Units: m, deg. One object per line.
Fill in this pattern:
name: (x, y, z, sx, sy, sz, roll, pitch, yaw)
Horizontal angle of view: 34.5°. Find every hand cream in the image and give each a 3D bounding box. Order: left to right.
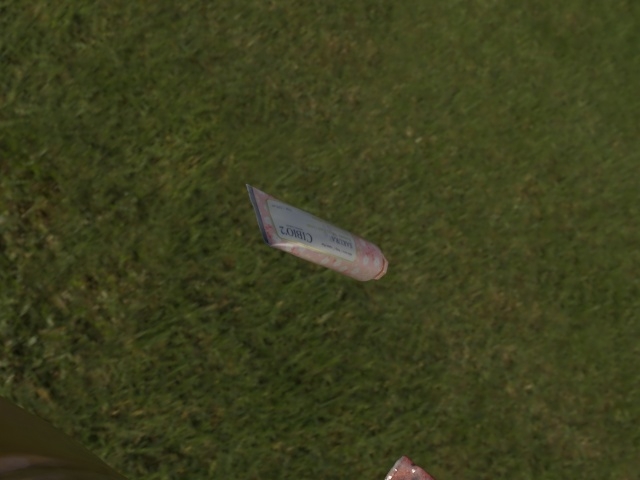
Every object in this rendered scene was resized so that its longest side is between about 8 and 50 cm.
hand cream: (0.000, 0.000, 1.030, 0.210, 0.043, 0.067, 23, 42, -51)

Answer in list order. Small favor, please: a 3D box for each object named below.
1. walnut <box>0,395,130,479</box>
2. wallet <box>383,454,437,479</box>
walnut: (-0.196, 0.244, 0.371, 0.398, 0.354, 0.308, -48, 138, -29)
wallet: (0.104, 0.252, 0.734, 0.196, 0.103, 0.020, 35, 6, 31)
